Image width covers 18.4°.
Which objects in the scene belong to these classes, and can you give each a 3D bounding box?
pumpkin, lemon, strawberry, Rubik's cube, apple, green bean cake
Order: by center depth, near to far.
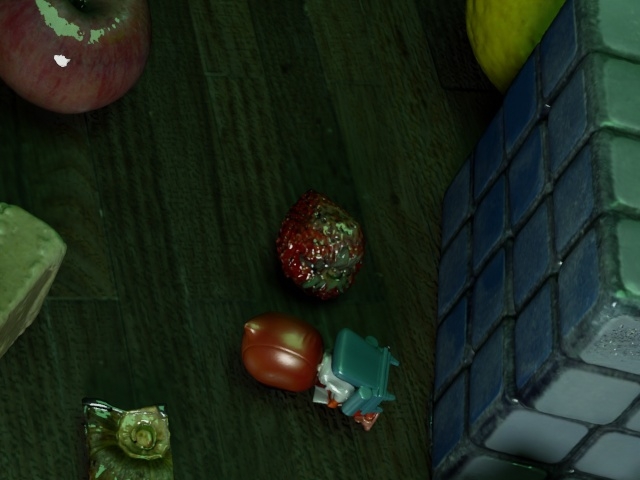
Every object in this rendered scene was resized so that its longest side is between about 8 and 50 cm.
[{"bbox_3d":[-0.283,0.060,1.547,0.085,0.109,0.179,32,49,2],"label":"green bean cake"},{"bbox_3d":[-0.154,0.174,1.575,0.073,0.035,0.101,1,58,-10],"label":"pumpkin"},{"bbox_3d":[0.310,0.037,1.686,0.343,0.337,0.344,13,53,-15],"label":"Rubik's cube"},{"bbox_3d":[0.000,0.000,1.742,0.083,0.083,0.096,10,44,-18],"label":"strawberry"},{"bbox_3d":[-0.225,-0.184,1.746,0.153,0.120,0.153,13,57,-20],"label":"apple"},{"bbox_3d":[0.273,-0.225,1.922,0.267,0.267,0.267,12,52,-16],"label":"lemon"}]

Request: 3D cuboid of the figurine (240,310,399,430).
[{"bbox_3d":[-0.005,0.104,1.664,0.140,0.075,0.068,23,50,-11],"label":"figurine"}]
